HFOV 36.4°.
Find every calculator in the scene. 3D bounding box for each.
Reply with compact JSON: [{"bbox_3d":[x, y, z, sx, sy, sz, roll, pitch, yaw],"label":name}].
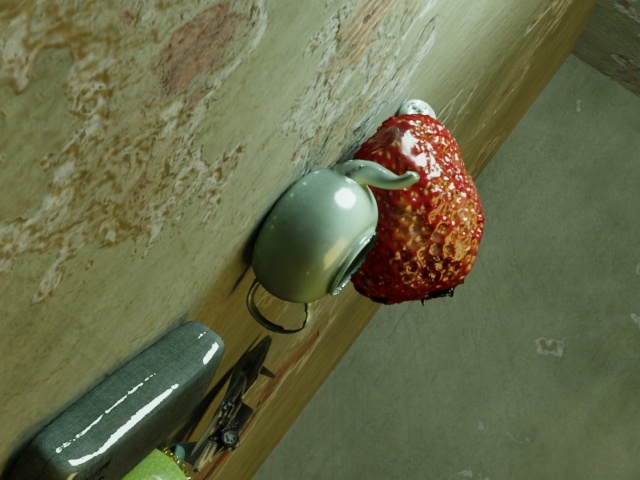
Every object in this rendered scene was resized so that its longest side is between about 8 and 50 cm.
[{"bbox_3d":[-0.252,0.376,1.568,0.153,0.021,0.095,-35,-152,58],"label":"calculator"}]

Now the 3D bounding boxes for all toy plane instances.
[{"bbox_3d":[-0.146,0.288,1.687,0.267,0.088,0.212,-52,174,-16],"label":"toy plane"}]

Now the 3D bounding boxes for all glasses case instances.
[{"bbox_3d":[-0.225,0.206,1.101,0.323,0.074,0.131,-38,160,-57],"label":"glasses case"}]

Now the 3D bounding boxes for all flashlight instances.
[{"bbox_3d":[0.156,-0.166,1.600,0.047,0.093,0.200,-52,163,-21],"label":"flashlight"}]

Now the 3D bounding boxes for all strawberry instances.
[{"bbox_3d":[0.120,-0.053,1.461,0.239,0.250,0.288,-21,143,0],"label":"strawberry"}]

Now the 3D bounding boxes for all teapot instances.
[{"bbox_3d":[0.000,0.000,1.289,0.294,0.129,0.193,-57,169,17],"label":"teapot"}]

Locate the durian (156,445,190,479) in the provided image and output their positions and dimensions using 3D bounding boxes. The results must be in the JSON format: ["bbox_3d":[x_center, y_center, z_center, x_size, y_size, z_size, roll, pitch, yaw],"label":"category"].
[{"bbox_3d":[-0.271,0.401,1.400,0.183,0.138,0.249,-68,172,22],"label":"durian"}]

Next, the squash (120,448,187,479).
[{"bbox_3d":[-0.274,0.373,1.115,0.189,0.189,0.260,-60,169,29],"label":"squash"}]
